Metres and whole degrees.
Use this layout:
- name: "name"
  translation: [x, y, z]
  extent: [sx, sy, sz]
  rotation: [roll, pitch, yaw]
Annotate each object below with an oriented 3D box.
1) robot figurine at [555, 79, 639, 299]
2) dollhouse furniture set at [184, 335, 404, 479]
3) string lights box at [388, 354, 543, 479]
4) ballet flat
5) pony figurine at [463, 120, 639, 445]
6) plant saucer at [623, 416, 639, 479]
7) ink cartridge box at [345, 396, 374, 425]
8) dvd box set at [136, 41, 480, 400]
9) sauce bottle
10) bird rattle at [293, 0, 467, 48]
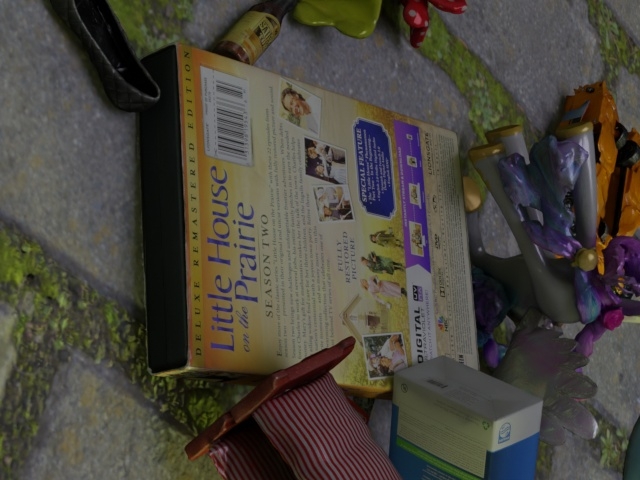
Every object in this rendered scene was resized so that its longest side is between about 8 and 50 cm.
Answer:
- name: "robot figurine"
  translation: [0.358, -0.051, 1.910]
  extent: [0.211, 0.085, 0.291]
  rotation: [44, 50, -35]
- name: "dollhouse furniture set"
  translation: [-0.071, 0.248, 1.180]
  extent: [0.374, 0.152, 0.201]
  rotation: [-24, 76, -50]
- name: "string lights box"
  translation: [0.134, 0.261, 1.455]
  extent: [0.077, 0.133, 0.259]
  rotation: [-16, 118, -41]
- name: "ballet flat"
  translation: [-0.193, -0.193, 1.301]
  extent: [0.057, 0.049, 0.173]
  rotation: [-50, 120, -45]
- name: "pony figurine"
  translation: [0.271, 0.058, 1.615]
  extent: [0.303, 0.351, 0.363]
  rotation: [-17, 98, -16]
- name: "plant saucer"
  translation: [0.516, 0.374, 2.041]
  extent: [0.318, 0.044, 0.317]
  rotation: [16, 69, -48]
- name: "ink cartridge box"
  translation: [0.025, 0.163, 1.501]
  extent: [0.063, 0.029, 0.115]
  rotation: [44, 50, -35]
- name: "dvd box set"
  translation: [0.000, 0.000, 1.455]
  extent: [0.420, 0.062, 0.307]
  rotation: [11, 69, -46]
- name: "sauce bottle"
  translation: [-0.064, -0.211, 1.468]
  extent: [0.042, 0.042, 0.128]
  rotation: [57, 46, -25]
- name: "bird rattle"
  translation: [0.068, -0.322, 1.595]
  extent: [0.253, 0.143, 0.207]
  rotation: [-20, 81, -54]
